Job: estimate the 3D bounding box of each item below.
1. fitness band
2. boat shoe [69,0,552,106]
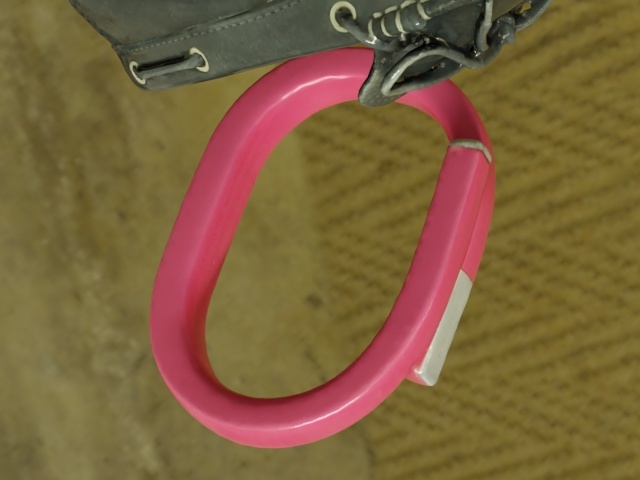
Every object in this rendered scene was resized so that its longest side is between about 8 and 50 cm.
[{"bbox_3d":[0.000,0.000,1.178,0.209,0.291,0.054,10,157,26],"label":"fitness band"},{"bbox_3d":[0.061,-0.162,0.942,0.500,0.187,0.156,-1,118,35],"label":"boat shoe"}]
